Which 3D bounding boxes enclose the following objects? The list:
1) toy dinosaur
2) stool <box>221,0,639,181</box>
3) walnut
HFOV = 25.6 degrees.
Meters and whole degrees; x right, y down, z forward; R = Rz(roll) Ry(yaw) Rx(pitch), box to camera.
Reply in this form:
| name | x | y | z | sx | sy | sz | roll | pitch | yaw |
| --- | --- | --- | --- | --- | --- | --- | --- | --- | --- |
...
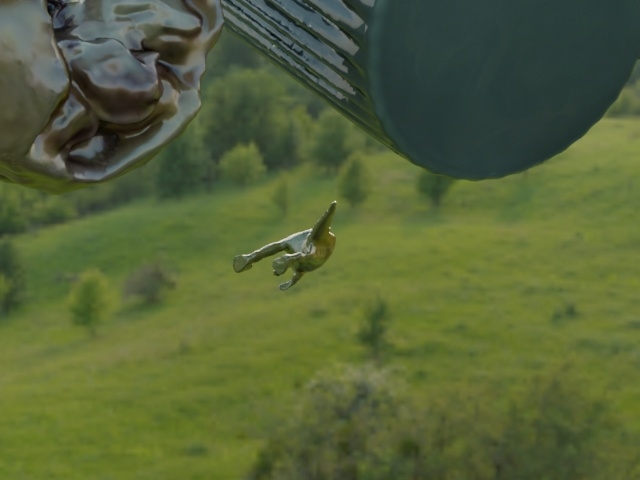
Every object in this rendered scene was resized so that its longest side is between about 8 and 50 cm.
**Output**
| name | x | y | z | sx | sy | sz | roll | pitch | yaw |
| --- | --- | --- | --- | --- | --- | --- | --- | --- | --- |
| toy dinosaur | 0.000 | 0.000 | 1.259 | 0.162 | 0.039 | 0.126 | -36 | -14 | 38 |
| stool | 0.073 | -0.229 | 1.112 | 0.297 | 0.297 | 0.330 | -5 | 30 | -27 |
| walnut | -0.152 | -0.102 | 0.866 | 0.204 | 0.141 | 0.238 | -25 | 7 | 47 |
